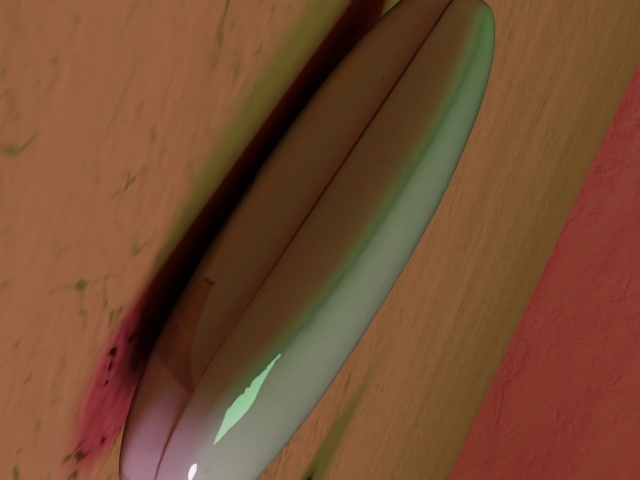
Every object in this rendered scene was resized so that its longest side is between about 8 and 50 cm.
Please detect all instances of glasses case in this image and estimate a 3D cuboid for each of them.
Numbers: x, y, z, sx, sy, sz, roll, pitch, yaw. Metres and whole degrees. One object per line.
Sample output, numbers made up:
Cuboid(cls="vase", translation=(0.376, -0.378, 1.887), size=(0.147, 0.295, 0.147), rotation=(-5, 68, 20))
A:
Cuboid(cls="glasses case", translation=(0.000, 0.000, 0.560), size=(0.204, 0.051, 0.081), rotation=(-56, 168, -35))
